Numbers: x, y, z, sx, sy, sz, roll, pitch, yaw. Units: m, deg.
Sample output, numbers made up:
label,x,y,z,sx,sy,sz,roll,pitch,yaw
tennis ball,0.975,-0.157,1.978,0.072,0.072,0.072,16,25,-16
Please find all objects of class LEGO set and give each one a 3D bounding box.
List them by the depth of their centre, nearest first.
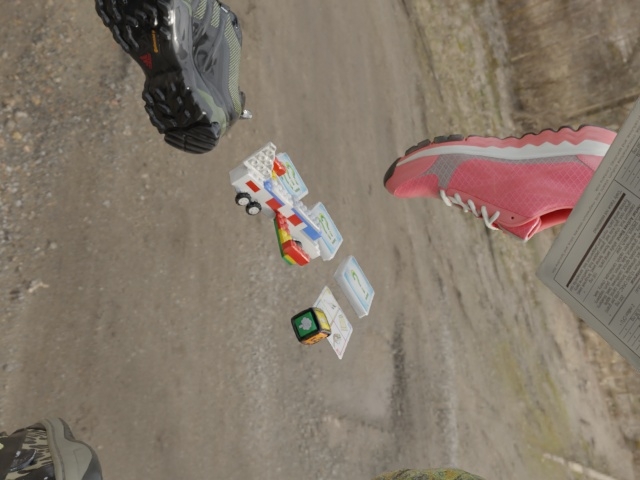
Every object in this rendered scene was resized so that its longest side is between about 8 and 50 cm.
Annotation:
label,x,y,z,sx,sy,sz,roll,pitch,yaw
LEGO set,0.000,0.000,0.589,0.182,0.060,0.244,59,16,-5

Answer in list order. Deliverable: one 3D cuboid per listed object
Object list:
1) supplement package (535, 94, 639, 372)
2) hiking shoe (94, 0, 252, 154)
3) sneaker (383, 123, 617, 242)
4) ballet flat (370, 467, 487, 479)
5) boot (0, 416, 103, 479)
label,x,y,z,sx,sy,sz,roll,pitch,yaw
supplement package,0.317,0.019,0.384,0.199,0.198,0.262,-6,41,-33
hiking shoe,-0.126,-0.197,0.593,0.114,0.086,0.226,-53,136,-53
sneaker,0.230,-0.064,0.868,0.116,0.314,0.136,25,64,-63
ballet flat,0.089,0.303,0.381,0.123,0.123,0.348,41,35,-44
boot,-0.237,0.158,0.387,0.179,0.236,0.085,1,79,-31
